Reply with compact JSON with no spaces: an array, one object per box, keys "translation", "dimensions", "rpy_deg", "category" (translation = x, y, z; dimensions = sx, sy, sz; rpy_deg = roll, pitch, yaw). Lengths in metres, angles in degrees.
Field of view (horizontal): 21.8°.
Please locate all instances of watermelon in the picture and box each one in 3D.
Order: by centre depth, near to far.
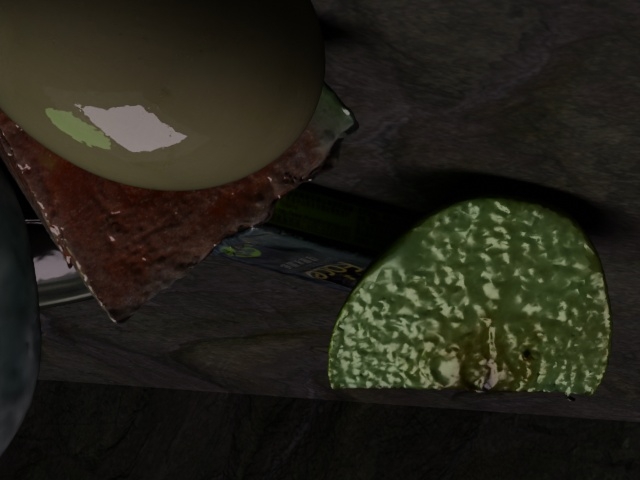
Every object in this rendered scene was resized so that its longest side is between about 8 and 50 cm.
[{"translation":[-0.145,-0.088,1.225],"dimensions":[0.310,0.232,0.193],"rpy_deg":[0,-143,-36],"category":"watermelon"}]

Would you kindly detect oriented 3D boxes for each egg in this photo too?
[{"translation":[-0.114,-0.130,1.055],"dimensions":[0.241,0.186,0.186],"rpy_deg":[23,165,-9],"category":"egg"}]

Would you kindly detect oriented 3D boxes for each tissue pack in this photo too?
[{"translation":[0.000,0.000,1.800],"dimensions":[0.235,0.073,0.173],"rpy_deg":[16,165,-25],"category":"tissue pack"}]

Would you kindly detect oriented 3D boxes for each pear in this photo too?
[{"translation":[0.152,0.029,1.666],"dimensions":[0.288,0.139,0.239],"rpy_deg":[2,130,-6],"category":"pear"}]

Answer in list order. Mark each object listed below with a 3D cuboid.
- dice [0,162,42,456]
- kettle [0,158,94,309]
[{"translation":[-0.450,0.048,1.344],"dimensions":[0.328,0.331,0.348],"rpy_deg":[-20,-154,-40],"category":"dice"},{"translation":[-0.228,-0.046,1.549],"dimensions":[0.271,0.207,0.251],"rpy_deg":[-2,145,6],"category":"kettle"}]
